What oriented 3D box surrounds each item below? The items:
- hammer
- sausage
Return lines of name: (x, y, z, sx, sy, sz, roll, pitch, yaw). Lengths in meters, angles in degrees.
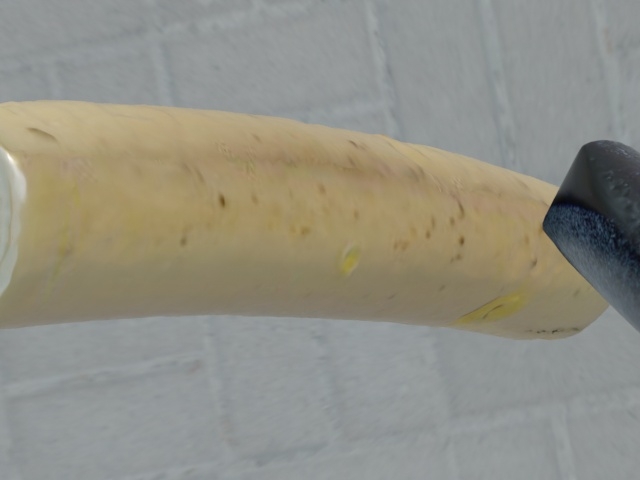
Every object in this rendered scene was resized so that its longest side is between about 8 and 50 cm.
hammer: (0.136, 0.050, 0.406, 0.037, 0.137, 0.290, -36, 41, -7)
sausage: (0.000, -0.002, 0.547, 0.066, 0.301, 0.065, -3, 85, 37)
